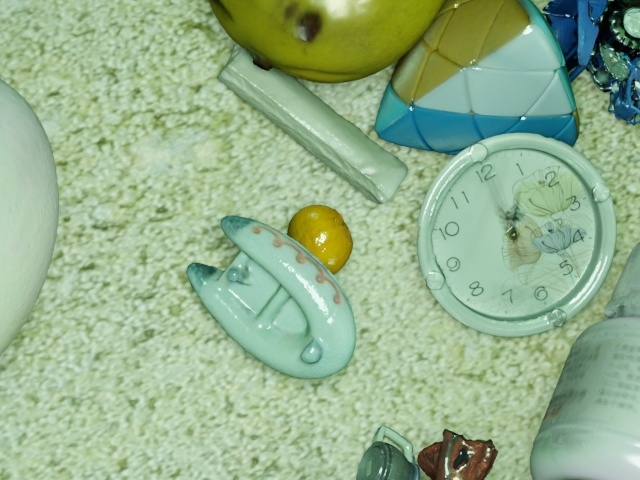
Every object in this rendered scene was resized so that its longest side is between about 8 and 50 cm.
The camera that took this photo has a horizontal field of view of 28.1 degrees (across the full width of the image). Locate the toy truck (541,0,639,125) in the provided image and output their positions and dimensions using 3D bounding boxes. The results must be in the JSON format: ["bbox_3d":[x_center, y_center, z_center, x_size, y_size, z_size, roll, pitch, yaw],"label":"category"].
[{"bbox_3d":[0.355,-0.217,1.519,0.208,0.113,0.126,28,77,0],"label":"toy truck"}]

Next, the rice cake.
[{"bbox_3d":[-0.011,-0.138,1.482,0.256,0.052,0.057,38,73,1],"label":"rice cake"}]

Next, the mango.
[{"bbox_3d":[0.008,-0.394,1.448,0.301,0.220,0.445,0,76,11],"label":"mango"}]

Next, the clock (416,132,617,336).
[{"bbox_3d":[0.221,-0.007,1.468,0.236,0.053,0.237,-1,98,-6],"label":"clock"}]

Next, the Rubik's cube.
[{"bbox_3d":[0.226,-0.189,1.445,0.254,0.254,0.255,2,78,-8],"label":"Rubik's cube"}]

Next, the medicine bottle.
[{"bbox_3d":[0.382,0.166,1.376,0.241,0.241,0.302,28,67,-1],"label":"medicine bottle"}]

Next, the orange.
[{"bbox_3d":[0.000,0.000,1.440,0.070,0.083,0.083,-29,84,1],"label":"orange"}]

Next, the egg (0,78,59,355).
[{"bbox_3d":[-0.421,-0.033,1.273,0.354,0.354,0.340,37,52,1],"label":"egg"}]

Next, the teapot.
[{"bbox_3d":[0.078,0.251,1.415,0.057,0.066,0.088,24,52,-22],"label":"teapot"}]

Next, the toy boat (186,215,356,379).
[{"bbox_3d":[-0.052,0.070,1.393,0.207,0.079,0.134,42,112,4],"label":"toy boat"}]

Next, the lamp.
[{"bbox_3d":[0.135,0.336,1.345,0.151,0.223,0.215,23,43,-9],"label":"lamp"}]
